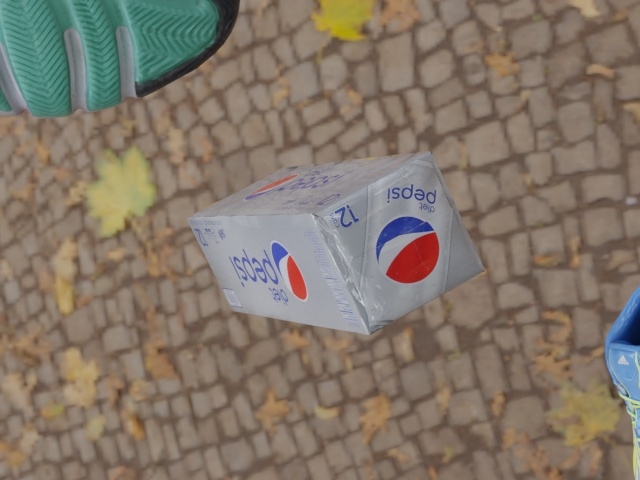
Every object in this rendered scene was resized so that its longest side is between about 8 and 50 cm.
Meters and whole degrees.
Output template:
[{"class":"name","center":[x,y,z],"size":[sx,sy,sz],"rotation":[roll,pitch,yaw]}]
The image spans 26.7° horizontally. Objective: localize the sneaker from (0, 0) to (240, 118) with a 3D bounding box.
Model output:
[{"class":"sneaker","center":[-0.145,-0.086,0.485],"size":[0.098,0.224,0.083],"rotation":[-136,38,-64]}]

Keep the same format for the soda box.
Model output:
[{"class":"soda box","center":[0.000,0.000,0.983],"size":[0.091,0.098,0.286],"rotation":[65,160,-10]}]

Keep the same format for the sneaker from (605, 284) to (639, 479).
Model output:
[{"class":"sneaker","center":[0.279,0.138,1.136],"size":[0.091,0.126,0.240],"rotation":[2,81,57]}]
